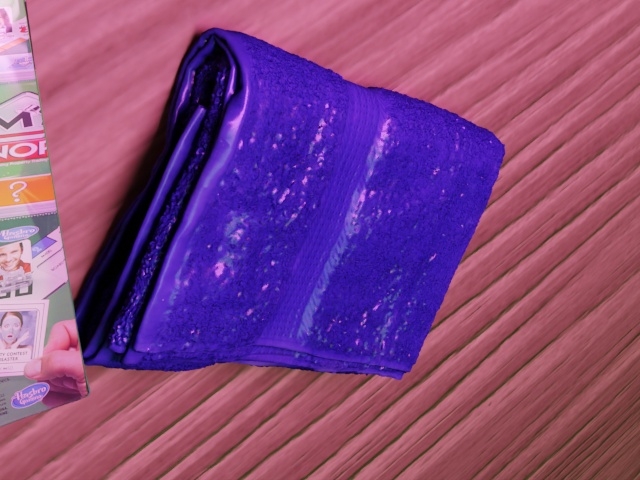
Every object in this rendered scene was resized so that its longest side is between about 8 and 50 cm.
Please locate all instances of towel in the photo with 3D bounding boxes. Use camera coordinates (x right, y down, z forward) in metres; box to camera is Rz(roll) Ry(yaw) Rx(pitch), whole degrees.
[{"bbox_3d":[0.000,0.000,0.735,0.308,0.076,0.227,9,113,-49],"label":"towel"}]

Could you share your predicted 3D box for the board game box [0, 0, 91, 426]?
[{"bbox_3d":[-0.263,0.017,0.435,0.317,0.046,0.213,-17,116,-30],"label":"board game box"}]
